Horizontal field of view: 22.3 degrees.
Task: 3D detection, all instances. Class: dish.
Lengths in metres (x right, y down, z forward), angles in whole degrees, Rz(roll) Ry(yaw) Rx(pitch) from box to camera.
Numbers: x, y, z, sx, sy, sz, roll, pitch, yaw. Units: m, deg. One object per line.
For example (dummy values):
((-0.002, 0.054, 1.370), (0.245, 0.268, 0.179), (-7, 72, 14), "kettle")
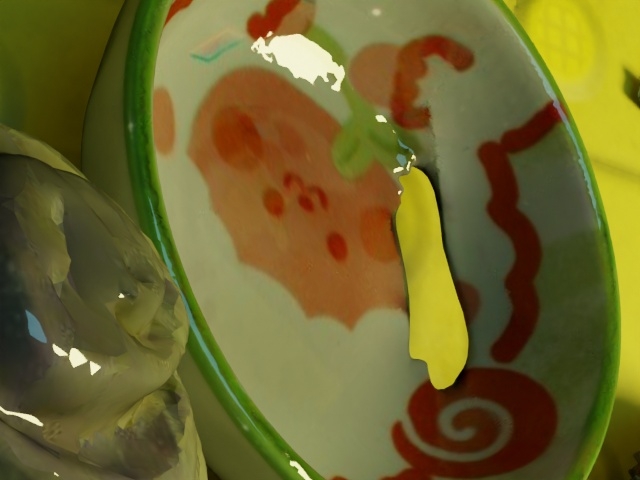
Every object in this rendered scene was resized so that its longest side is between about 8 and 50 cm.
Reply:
((0.000, 0.000, 0.777), (0.324, 0.124, 0.324), (21, 59, -41), "dish")

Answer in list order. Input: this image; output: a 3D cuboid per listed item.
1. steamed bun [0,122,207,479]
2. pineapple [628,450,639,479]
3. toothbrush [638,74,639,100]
((-0.156, 0.055, 0.504), (0.394, 0.237, 0.346), (51, 33, 2), "steamed bun")
((0.203, 0.147, 0.861), (0.248, 0.128, 0.128), (-8, 82, -60), "pineapple")
((0.303, -0.031, 1.102), (0.269, 0.021, 0.027), (37, 69, -25), "toothbrush")
